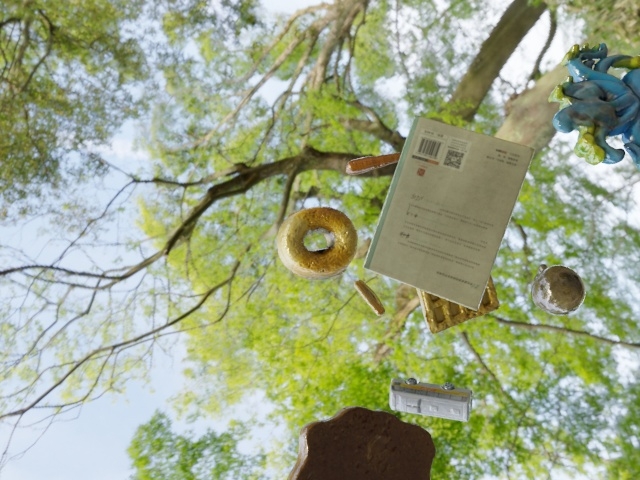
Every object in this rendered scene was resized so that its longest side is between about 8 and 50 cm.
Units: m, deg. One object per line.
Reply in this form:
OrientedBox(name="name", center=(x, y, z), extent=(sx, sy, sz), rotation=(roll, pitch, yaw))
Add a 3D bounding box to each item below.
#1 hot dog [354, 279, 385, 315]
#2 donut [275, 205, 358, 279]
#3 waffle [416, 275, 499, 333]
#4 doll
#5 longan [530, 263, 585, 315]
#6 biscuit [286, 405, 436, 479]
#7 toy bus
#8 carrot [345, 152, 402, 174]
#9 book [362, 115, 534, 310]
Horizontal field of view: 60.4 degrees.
OrientedBox(name="hot dog", center=(0.154, 0.177, 1.694), extent=(0.044, 0.028, 0.137), rotation=(-27, -122, -24))
OrientedBox(name="donut", center=(0.000, 0.001, 1.231), extent=(0.190, 0.075, 0.174), rotation=(8, -98, -15))
OrientedBox(name="waffle", center=(0.468, 0.197, 1.880), extent=(0.274, 0.057, 0.167), rotation=(-18, -86, -12))
OrientedBox(name="doll", center=(0.581, -0.241, 1.051), extent=(0.342, 0.098, 0.345), rotation=(-12, -120, -16))
OrientedBox(name="longan", center=(0.484, 0.099, 1.134), extent=(0.106, 0.106, 0.119), rotation=(16, -150, -35))
OrientedBox(name="biscuit", center=(0.069, 0.410, 0.912), extent=(0.273, 0.049, 0.257), rotation=(15, -111, -23))
OrientedBox(name="toy bus", center=(0.252, 0.368, 1.271), extent=(0.075, 0.191, 0.064), rotation=(-47, -44, -63))
OrientedBox(name="carrot", center=(0.178, -0.234, 1.617), extent=(0.048, 0.216, 0.048), rotation=(-13, -90, -86))
OrientedBox(name="book", center=(0.211, -0.049, 0.927), extent=(0.215, 0.282, 0.025), rotation=(22, -174, 16))
